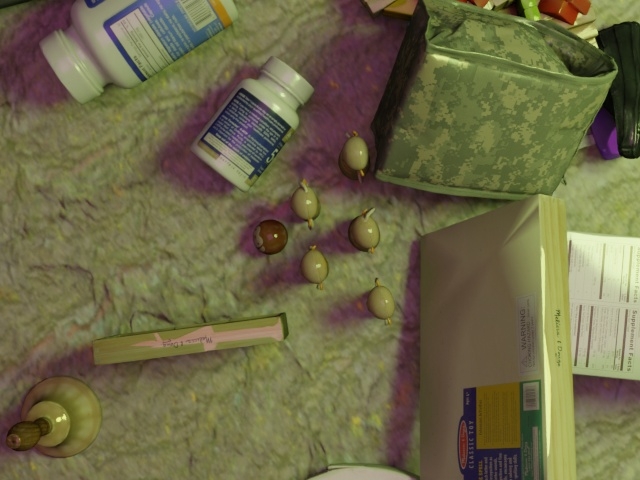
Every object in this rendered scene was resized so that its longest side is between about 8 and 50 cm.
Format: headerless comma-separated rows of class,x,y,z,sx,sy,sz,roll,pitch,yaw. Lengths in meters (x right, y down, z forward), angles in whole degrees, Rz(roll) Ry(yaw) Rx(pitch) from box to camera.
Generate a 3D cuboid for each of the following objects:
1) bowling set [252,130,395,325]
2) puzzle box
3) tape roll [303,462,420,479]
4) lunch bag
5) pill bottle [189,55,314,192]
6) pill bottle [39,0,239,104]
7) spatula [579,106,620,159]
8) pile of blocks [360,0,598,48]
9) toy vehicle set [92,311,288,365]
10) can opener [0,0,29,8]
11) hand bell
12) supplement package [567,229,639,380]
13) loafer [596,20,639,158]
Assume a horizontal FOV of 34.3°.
bowling set,0.000,0.000,1.517,0.199,0.154,0.287,-13,88,1
puzzle box,0.232,0.165,1.418,0.052,0.272,0.409,10,74,-29
tape roll,0.064,0.523,1.522,0.391,0.072,0.392,-1,82,7
lunch bag,0.240,-0.186,1.448,0.286,0.169,0.235,12,130,-9
pill bottle,-0.098,-0.175,1.545,0.112,0.112,0.187,38,90,2
pill bottle,-0.270,-0.320,1.533,0.272,0.152,0.152,-33,88,1
spatula,0.363,-0.139,1.574,0.296,0.030,0.084,-19,84,1
pile of blocks,0.232,-0.325,1.507,0.362,0.112,0.149,6,89,2
toy vehicle set,-0.182,0.141,1.512,0.266,0.166,0.035,-8,88,2
can opener,-0.432,-0.401,1.586,0.283,0.095,0.076,-11,95,13
hand bell,-0.400,0.269,1.476,0.126,0.242,0.126,0,89,1
supplement package,0.428,0.094,1.482,0.262,0.199,0.198,5,88,1
loafer,0.443,-0.220,1.536,0.078,0.076,0.223,-6,66,25
